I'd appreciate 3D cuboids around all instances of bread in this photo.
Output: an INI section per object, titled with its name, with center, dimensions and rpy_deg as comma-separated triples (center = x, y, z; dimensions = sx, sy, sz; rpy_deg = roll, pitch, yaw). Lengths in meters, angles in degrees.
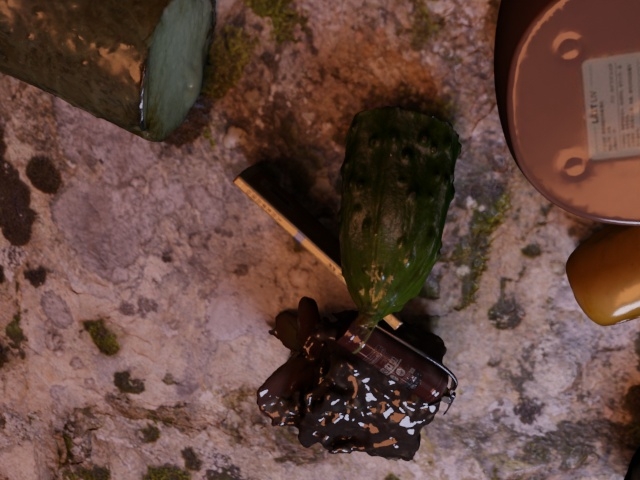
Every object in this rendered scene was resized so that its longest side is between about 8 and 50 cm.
[bread]
center = 0.399, -0.013, 0.778
dimensions = 0.305, 0.142, 0.091
rpy_deg = -28, 103, 25

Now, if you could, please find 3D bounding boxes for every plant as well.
[plant]
center = 0.037, 0.169, 0.974
dimensions = 0.234, 0.204, 0.178
rpy_deg = 22, 118, -1

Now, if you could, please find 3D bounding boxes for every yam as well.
[yam]
center = -0.275, -0.252, 0.849
dimensions = 0.300, 0.195, 0.195
rpy_deg = 26, 122, 2

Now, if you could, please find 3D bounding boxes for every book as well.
[book]
center = -0.001, 0.001, 0.909
dimensions = 0.241, 0.170, 0.018
rpy_deg = 43, 98, -5

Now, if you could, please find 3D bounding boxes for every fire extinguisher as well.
[fire extinguisher]
center = 0.093, 0.138, 0.863
dimensions = 0.158, 0.043, 0.064
rpy_deg = 33, 126, -7

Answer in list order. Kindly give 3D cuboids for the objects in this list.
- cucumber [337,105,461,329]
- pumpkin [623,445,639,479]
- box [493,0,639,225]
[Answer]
[cucumber]
center = 0.072, -0.016, 0.819
dimensions = 0.134, 0.244, 0.134
rpy_deg = 11, 153, 5
[pumpkin]
center = 0.487, 0.343, 0.859
dimensions = 0.296, 0.296, 0.296
rpy_deg = 8, 119, 15
[box]
center = 0.300, -0.154, 0.696
dimensions = 0.301, 0.216, 0.301
rpy_deg = 7, 119, 13
